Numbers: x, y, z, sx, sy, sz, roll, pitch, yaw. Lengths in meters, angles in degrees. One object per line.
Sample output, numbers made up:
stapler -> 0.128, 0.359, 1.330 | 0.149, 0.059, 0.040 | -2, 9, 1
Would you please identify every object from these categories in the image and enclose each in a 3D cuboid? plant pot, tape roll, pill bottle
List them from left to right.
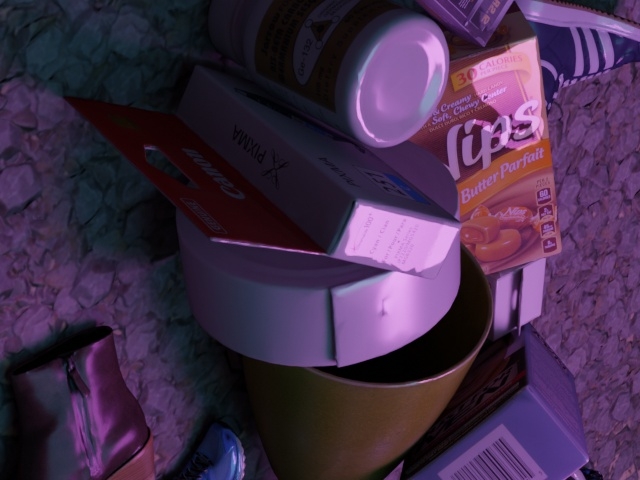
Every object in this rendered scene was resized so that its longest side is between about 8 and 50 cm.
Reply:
tape roll -> 0.000, 0.000, 1.537 | 0.286, 0.286, 0.100 | -30, 133, -31
pill bottle -> 0.001, -0.187, 1.468 | 0.131, 0.229, 0.131 | -25, 129, -34
plant pot -> 0.027, 0.151, 1.709 | 0.274, 0.275, 0.294 | -27, 145, -33

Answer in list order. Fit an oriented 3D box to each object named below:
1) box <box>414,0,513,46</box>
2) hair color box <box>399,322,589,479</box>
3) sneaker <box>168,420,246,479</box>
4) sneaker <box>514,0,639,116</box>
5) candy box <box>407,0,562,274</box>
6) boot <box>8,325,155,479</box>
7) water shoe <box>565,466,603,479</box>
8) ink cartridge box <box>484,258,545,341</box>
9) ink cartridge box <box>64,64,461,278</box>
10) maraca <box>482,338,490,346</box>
box -> 0.162, -0.334, 1.514 | 0.183, 0.056, 0.231 | 31, 92, -50
hair color box -> 0.206, 0.222, 1.821 | 0.185, 0.114, 0.374 | -40, -178, 11
sneaker -> -0.141, 0.280, 1.734 | 0.073, 0.063, 0.162 | 15, 101, -46
sneaker -> 0.296, -0.211, 1.861 | 0.282, 0.099, 0.153 | 6, 103, -40
candy box -> 0.165, -0.100, 1.747 | 0.182, 0.088, 0.316 | -17, 131, -3
boot -> -0.288, 0.220, 1.551 | 0.248, 0.090, 0.207 | -30, 120, -29
water shoe -> 0.395, 0.379, 2.358 | 0.080, 0.073, 0.203 | -65, 150, -29
ink cartridge box -> 0.208, 0.051, 1.893 | 0.090, 0.143, 0.092 | -25, 129, -34
ink cartridge box -> -0.055, -0.075, 1.403 | 0.261, 0.296, 0.066 | 11, 111, -41
maraca -> 0.237, 0.193, 2.052 | 0.185, 0.099, 0.127 | 38, 87, -26
